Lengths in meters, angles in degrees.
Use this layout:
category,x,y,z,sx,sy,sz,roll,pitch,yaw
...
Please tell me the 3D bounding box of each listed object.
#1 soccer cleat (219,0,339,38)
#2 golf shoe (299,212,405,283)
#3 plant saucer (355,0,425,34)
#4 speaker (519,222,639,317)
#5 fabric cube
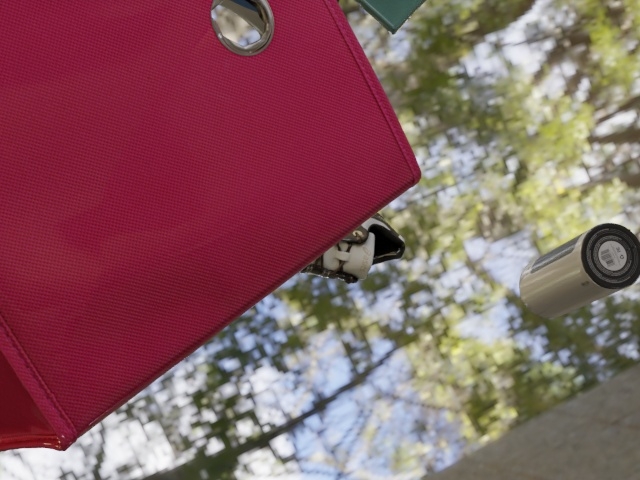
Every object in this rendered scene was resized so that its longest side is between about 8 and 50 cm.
category,x,y,z,sx,sy,sz,roll,pitch,yaw
soccer cleat,-0.126,-0.303,1.318,0.331,0.116,0.143,45,-35,-7
golf shoe,0.000,0.000,1.317,0.094,0.198,0.077,29,-61,34
plant saucer,0.036,-0.319,1.621,0.192,0.067,0.018,40,13,-13
speaker,0.211,0.027,1.166,0.055,0.055,0.136,64,-17,6
fabric cube,-0.157,-0.057,0.759,0.259,0.258,0.254,-15,-73,53
